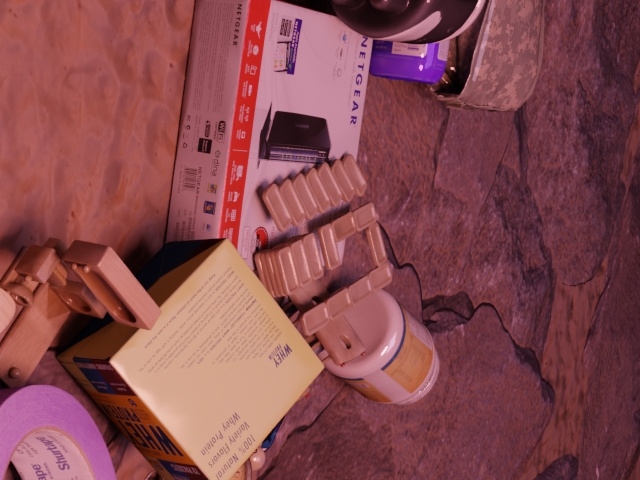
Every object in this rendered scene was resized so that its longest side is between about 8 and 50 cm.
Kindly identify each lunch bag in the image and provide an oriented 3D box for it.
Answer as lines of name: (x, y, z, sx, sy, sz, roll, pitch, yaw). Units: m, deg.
lunch bag: (0.243, -0.341, 1.983, 0.235, 0.168, 0.287, -1, 96, -58)

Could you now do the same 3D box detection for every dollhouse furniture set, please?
dollhouse furniture set: (-0.061, 0.147, 1.631, 0.129, 0.129, 0.183, 55, 34, 9)
dollhouse furniture set: (-0.268, 0.085, 1.307, 0.123, 0.151, 0.144, -61, 142, -27)

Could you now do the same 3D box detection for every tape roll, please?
tape roll: (-0.303, 0.285, 1.278, 0.275, 0.090, 0.275, -11, 90, -72)

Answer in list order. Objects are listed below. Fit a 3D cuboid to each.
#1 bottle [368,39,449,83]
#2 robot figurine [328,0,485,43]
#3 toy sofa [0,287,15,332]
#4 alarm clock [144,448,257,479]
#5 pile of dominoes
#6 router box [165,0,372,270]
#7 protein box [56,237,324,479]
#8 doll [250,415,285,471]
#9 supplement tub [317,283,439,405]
bottle: (0.140, -0.373, 1.853, 0.092, 0.118, 0.283, -1, 100, -58)
robot figurine: (0.112, -0.347, 1.664, 0.173, 0.209, 0.278, -45, 164, 24)
toy sofa: (-0.418, 0.015, 1.042, 0.177, 0.150, 0.363, -63, 146, -32)
alarm clock: (-0.163, 0.310, 1.626, 0.192, 0.064, 0.129, 15, 94, -55)
pile of dominoes: (0.000, 0.000, 1.661, 0.251, 0.040, 0.196, -28, 107, -56)
router box: (-0.059, -0.134, 1.640, 0.301, 0.082, 0.336, -2, 101, -58)
protein box: (-0.145, 0.138, 1.450, 0.200, 0.136, 0.201, -48, 114, -27)
doll: (-0.066, 0.233, 1.762, 0.129, 0.046, 0.189, 93, 21, -58)
supplement tub: (0.087, 0.161, 1.911, 0.199, 0.144, 0.144, 43, 63, -55)
